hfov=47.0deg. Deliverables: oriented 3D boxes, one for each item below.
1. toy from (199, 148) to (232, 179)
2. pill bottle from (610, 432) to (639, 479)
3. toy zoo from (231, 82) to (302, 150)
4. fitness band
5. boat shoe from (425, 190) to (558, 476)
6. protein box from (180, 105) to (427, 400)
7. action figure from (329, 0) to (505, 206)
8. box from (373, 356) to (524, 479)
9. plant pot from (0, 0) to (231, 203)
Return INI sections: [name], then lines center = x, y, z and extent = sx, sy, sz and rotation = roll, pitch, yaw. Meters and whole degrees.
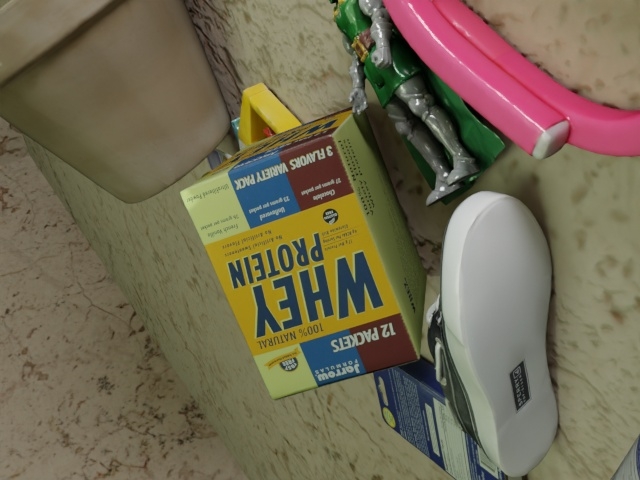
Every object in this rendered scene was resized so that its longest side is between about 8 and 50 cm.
[toy]
center = -0.100, -0.035, 0.987
extent = 0.237, 0.056, 0.137
rotation = 34, 146, 48
[pill bottle]
center = 0.259, 0.181, 0.490
extent = 0.123, 0.122, 0.219
rotation = 45, 152, 34
[toy zoo]
center = -0.029, -0.063, 0.920
extent = 0.293, 0.030, 0.192
rotation = 49, 154, 27
[fitness band]
center = 0.129, -0.173, 0.455
extent = 0.291, 0.054, 0.209
rotation = 49, 153, 25
[boat shoe]
center = 0.141, 0.081, 0.656
extent = 0.102, 0.108, 0.301
rotation = 30, 148, 48
[protein box]
center = 0.000, 0.000, 0.679
extent = 0.201, 0.135, 0.200
rotation = -61, -49, -70
[action figure]
center = 0.059, -0.144, 0.624
extent = 0.232, 0.063, 0.137
rotation = 61, 160, 10
[box]
center = 0.144, 0.215, 0.866
extent = 0.225, 0.036, 0.137
rotation = 29, 140, 49
[plant pot]
center = -0.273, -0.213, 0.968
extent = 0.280, 0.323, 0.323
rotation = 53, 161, -25
